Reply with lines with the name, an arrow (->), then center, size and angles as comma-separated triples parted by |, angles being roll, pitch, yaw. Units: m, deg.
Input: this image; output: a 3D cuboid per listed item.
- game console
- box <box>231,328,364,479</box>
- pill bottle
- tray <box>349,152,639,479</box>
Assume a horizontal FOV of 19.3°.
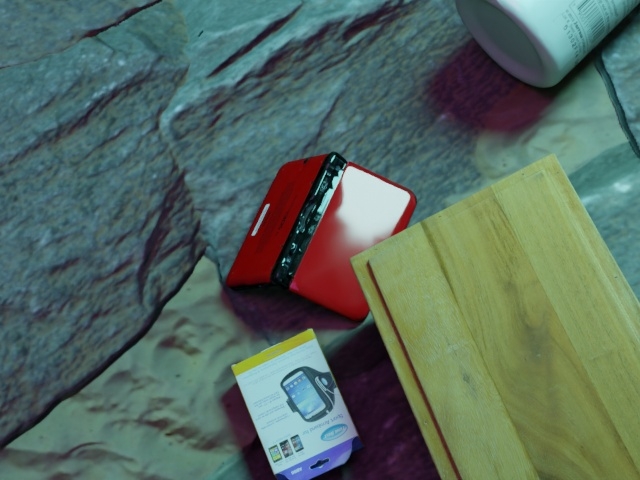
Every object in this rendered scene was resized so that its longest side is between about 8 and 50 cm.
game console -> 0.000, 0.000, 1.739 | 0.124, 0.085, 0.144 | -9, 49, 51
box -> -0.018, 0.151, 1.640 | 0.081, 0.028, 0.136 | -25, 57, 1
pill bottle -> 0.247, -0.262, 1.754 | 0.229, 0.131, 0.131 | -44, 56, -12
tray -> 0.178, 0.122, 1.498 | 0.202, 0.076, 0.411 | -28, 45, 5
